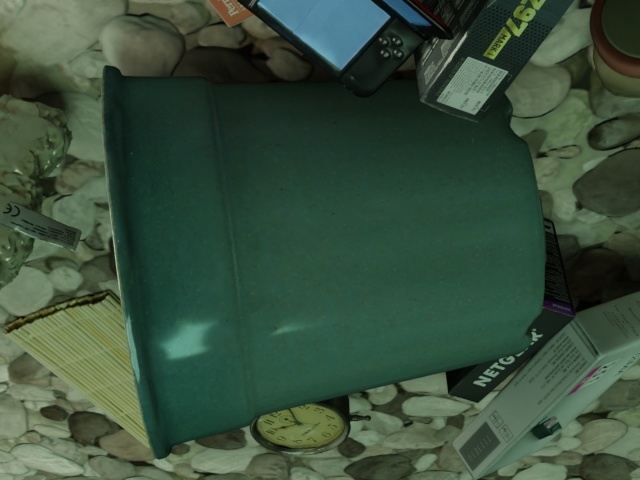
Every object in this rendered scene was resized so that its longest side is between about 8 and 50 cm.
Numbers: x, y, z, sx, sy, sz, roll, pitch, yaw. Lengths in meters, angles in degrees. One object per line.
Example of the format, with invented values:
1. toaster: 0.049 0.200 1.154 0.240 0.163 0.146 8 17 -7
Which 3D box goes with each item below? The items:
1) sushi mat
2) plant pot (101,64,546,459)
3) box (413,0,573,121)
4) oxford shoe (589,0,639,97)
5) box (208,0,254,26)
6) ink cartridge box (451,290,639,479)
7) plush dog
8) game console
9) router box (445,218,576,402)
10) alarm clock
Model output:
1. sushi mat: -0.243 0.173 1.305 0.152 0.019 0.316 -19 136 19
2. plant pot: 0.000 0.000 0.912 0.334 0.341 0.341 -7 139 -7
3. box: 0.141 -0.229 0.742 0.059 0.183 0.232 16 135 -20
4. oxford shoe: 0.396 -0.205 0.860 0.348 0.122 0.130 -12 164 9
5. box: -0.031 -0.263 0.766 0.171 0.091 0.130 -22 135 21
6. ink cartridge box: 0.309 0.157 1.196 0.239 0.060 0.275 -13 148 -35
7. plush dog: -0.346 0.007 0.950 0.263 0.210 0.225 -18 170 -29
8. game console: 0.007 -0.163 0.718 0.144 0.085 0.124 38 127 -12
9. router box: 0.197 0.075 1.126 0.046 0.133 0.179 18 135 -20
10. alarm clock: -0.042 0.215 1.326 0.192 0.064 0.129 25 132 -30
